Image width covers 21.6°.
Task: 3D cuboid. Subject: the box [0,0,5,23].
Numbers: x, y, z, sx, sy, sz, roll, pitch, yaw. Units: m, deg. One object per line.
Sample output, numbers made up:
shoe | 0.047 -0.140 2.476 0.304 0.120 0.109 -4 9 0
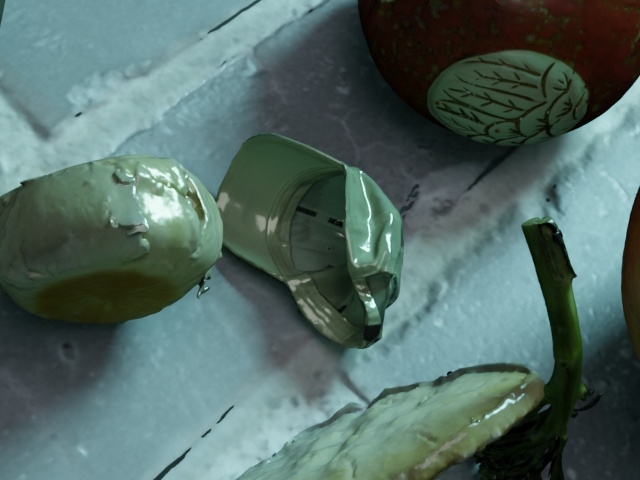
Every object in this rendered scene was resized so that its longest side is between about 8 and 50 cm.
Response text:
box | -0.335 -0.212 1.199 0.226 0.149 0.226 8 59 -14

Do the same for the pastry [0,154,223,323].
pastry | -0.149 0.000 1.137 0.166 0.166 0.088 -5 68 -21

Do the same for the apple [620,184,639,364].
apple | 0.382 0.028 1.176 0.364 0.364 0.363 8 59 -14

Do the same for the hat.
hat | -0.006 -0.002 1.242 0.166 0.081 0.122 25 94 15

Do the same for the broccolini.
broccolini | 0.133 0.075 1.130 0.123 0.271 0.062 30 51 31

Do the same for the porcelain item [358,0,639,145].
porcelain item | 0.161 -0.205 1.311 0.253 0.253 0.253 8 59 -14

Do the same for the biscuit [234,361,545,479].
biscuit | 0.023 0.143 1.100 0.265 0.188 0.040 -26 98 5
